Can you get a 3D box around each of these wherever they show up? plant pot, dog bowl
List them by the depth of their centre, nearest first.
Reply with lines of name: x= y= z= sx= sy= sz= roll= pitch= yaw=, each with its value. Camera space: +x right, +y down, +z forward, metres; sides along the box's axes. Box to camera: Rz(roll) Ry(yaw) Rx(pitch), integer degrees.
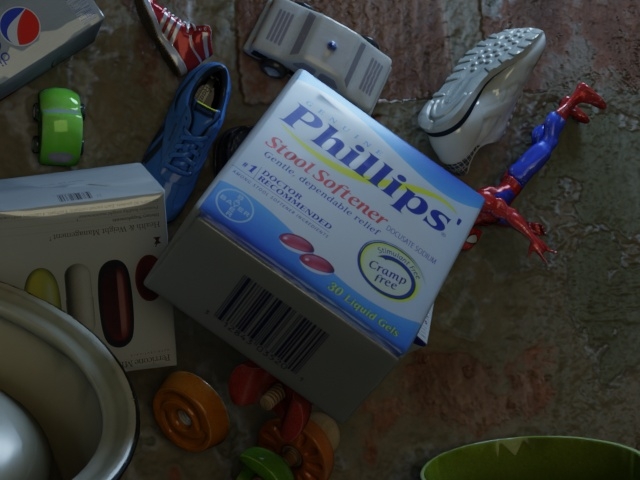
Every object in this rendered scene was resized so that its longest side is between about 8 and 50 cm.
dog bowl: x=-0.387 y=0.195 z=1.442 sx=0.408 sy=0.408 sz=0.150 roll=8 pitch=122 yaw=-16
plant pot: x=0.264 y=0.412 z=1.792 sx=0.275 sy=0.275 sz=0.293 roll=-7 pitch=98 yaw=-19

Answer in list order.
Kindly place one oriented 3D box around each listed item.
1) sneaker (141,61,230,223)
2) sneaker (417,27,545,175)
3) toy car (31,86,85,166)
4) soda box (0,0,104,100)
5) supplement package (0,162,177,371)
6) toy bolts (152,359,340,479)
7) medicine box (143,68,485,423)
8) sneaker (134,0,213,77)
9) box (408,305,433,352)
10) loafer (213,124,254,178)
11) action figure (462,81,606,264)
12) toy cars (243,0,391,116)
sneaker: x=-0.163 y=-0.122 z=1.824 sx=0.069 sy=0.082 sz=0.209 roll=24 pitch=76 yaw=-15
sneaker: x=0.220 y=-0.188 z=1.967 sx=0.235 sy=0.090 sz=0.095 roll=-46 pitch=119 yaw=-23
toy car: x=-0.310 y=-0.076 z=1.782 sx=0.239 sy=0.053 sz=0.225 roll=1 pitch=80 yaw=-18
soda box: x=-0.395 y=-0.208 z=1.754 sx=0.286 sy=0.098 sz=0.091 roll=-37 pitch=92 yaw=-20
supplement package: x=-0.272 y=0.036 z=1.683 sx=0.194 sy=0.149 sz=0.203 roll=-8 pitch=108 yaw=-15
toy bolts: x=-0.057 y=0.178 z=1.759 sx=0.218 sy=0.228 sz=0.158 roll=39 pitch=43 yaw=14
medicine box: x=0.000 y=0.000 z=1.642 sx=0.263 sy=0.149 sz=0.289 roll=35 pitch=44 yaw=-3
sneaker: x=-0.178 y=-0.268 z=1.864 sx=0.067 sy=0.042 sz=0.118 roll=-32 pitch=99 yaw=-16
box: x=0.073 y=0.054 z=1.830 sx=0.126 sy=0.072 sz=0.137 roll=41 pitch=41 yaw=-26
loafer: x=-0.046 y=-0.004 z=1.832 sx=0.109 sy=0.095 sz=0.302 roll=-16 pitch=86 yaw=-20
action figure: x=0.286 y=-0.063 z=1.951 sx=0.139 sy=0.091 sz=0.280 roll=46 pitch=70 yaw=4
toy cars: x=0.048 y=-0.142 z=1.891 sx=0.176 sy=0.087 sz=0.393 roll=-23 pitch=88 yaw=-20
